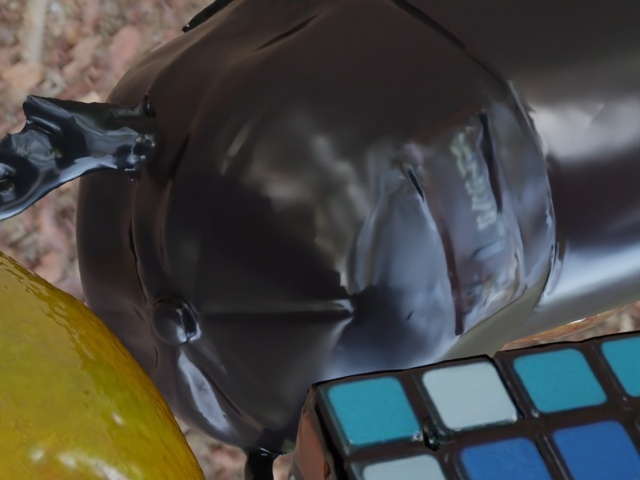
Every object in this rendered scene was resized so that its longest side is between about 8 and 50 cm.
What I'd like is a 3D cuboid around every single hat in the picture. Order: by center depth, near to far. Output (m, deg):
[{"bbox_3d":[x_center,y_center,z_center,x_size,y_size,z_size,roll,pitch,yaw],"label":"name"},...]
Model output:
[{"bbox_3d":[0.010,0.007,0.715,0.209,0.336,0.238,-50,123,-54],"label":"hat"}]

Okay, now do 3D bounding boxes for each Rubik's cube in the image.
[{"bbox_3d":[0.093,0.158,0.577,0.187,0.182,0.184,-6,136,-20],"label":"Rubik's cube"}]

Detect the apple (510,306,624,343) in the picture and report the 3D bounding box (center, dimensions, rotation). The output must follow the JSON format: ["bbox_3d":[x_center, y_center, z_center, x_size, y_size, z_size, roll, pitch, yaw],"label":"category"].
[{"bbox_3d":[0.102,-0.047,0.892,0.162,0.201,0.201,-68,175,-52],"label":"apple"}]

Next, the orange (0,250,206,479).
[{"bbox_3d":[-0.154,0.112,0.502,0.274,0.310,0.274,-16,137,-16],"label":"orange"}]
